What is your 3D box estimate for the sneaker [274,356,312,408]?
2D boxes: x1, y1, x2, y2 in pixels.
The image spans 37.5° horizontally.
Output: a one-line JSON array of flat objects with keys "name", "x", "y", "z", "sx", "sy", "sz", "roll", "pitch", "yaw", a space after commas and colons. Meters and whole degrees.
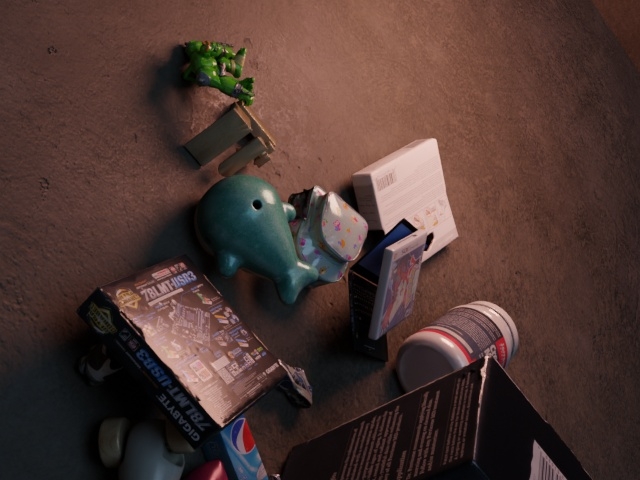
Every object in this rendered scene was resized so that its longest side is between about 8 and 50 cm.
[{"name": "sneaker", "x": -0.060, "y": 0.273, "z": 1.875, "sx": 0.135, "sy": 0.052, "sz": 0.058, "roll": 55, "pitch": 35, "yaw": -29}]

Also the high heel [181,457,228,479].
[{"name": "high heel", "x": -0.128, "y": 0.566, "z": 1.633, "sx": 0.181, "sy": 0.127, "sz": 0.377, "roll": -44, "pitch": 106, "yaw": -34}]

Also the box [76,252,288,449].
[{"name": "box", "x": -0.219, "y": 0.173, "z": 1.578, "sx": 0.293, "sy": 0.073, "sz": 0.295, "roll": 47, "pitch": 20, "yaw": 6}]

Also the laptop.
[{"name": "laptop", "x": 0.158, "y": 0.114, "z": 2.026, "sx": 0.234, "sy": 0.137, "sz": 0.264, "roll": 31, "pitch": 53, "yaw": -65}]

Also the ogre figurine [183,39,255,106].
[{"name": "ogre figurine", "x": -0.203, "y": -0.340, "z": 1.875, "sx": 0.118, "sy": 0.097, "sz": 0.197, "roll": 11, "pitch": 56, "yaw": -32}]

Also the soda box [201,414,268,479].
[{"name": "soda box", "x": -0.169, "y": 0.365, "z": 1.705, "sx": 0.067, "sy": 0.071, "sz": 0.210, "roll": -25, "pitch": 96, "yaw": -47}]

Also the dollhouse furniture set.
[{"name": "dollhouse furniture set", "x": -0.179, "y": -0.200, "z": 1.916, "sx": 0.144, "sy": 0.123, "sz": 0.151, "roll": 50, "pitch": 12, "yaw": -23}]

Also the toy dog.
[{"name": "toy dog", "x": -0.271, "y": 0.427, "z": 1.519, "sx": 0.161, "sy": 0.220, "sz": 0.333, "roll": 65, "pitch": 39, "yaw": -59}]

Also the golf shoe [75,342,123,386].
[{"name": "golf shoe", "x": -0.326, "y": 0.160, "z": 1.594, "sx": 0.077, "sy": 0.094, "sz": 0.198, "roll": 46, "pitch": 47, "yaw": -25}]

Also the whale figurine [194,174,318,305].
[{"name": "whale figurine", "x": -0.111, "y": -0.007, "z": 1.797, "sx": 0.272, "sy": 0.141, "sz": 0.216, "roll": 49, "pitch": 58, "yaw": -1}]

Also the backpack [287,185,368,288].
[{"name": "backpack", "x": 0.000, "y": 0.000, "z": 1.956, "sx": 0.166, "sy": 0.144, "sz": 0.188, "roll": 41, "pitch": 60, "yaw": -33}]

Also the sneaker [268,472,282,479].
[{"name": "sneaker", "x": -0.066, "y": 0.509, "z": 1.549, "sx": 0.268, "sy": 0.153, "sz": 0.101, "roll": 64, "pitch": 29, "yaw": -3}]

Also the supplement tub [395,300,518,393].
[{"name": "supplement tub", "x": 0.317, "y": 0.260, "z": 2.163, "sx": 0.272, "sy": 0.191, "sz": 0.191, "roll": -25, "pitch": 95, "yaw": -47}]

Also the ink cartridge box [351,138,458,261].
[{"name": "ink cartridge box", "x": 0.206, "y": -0.079, "z": 2.252, "sx": 0.296, "sy": 0.066, "sz": 0.261, "roll": -31, "pitch": 112, "yaw": -47}]

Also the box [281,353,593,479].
[{"name": "box", "x": 0.234, "y": 0.539, "z": 1.709, "sx": 0.480, "sy": 0.472, "sz": 0.297, "roll": 50, "pitch": 31, "yaw": -15}]

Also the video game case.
[{"name": "video game case", "x": 0.164, "y": 0.090, "z": 1.978, "sx": 0.183, "sy": 0.023, "sz": 0.201, "roll": -25, "pitch": 129, "yaw": -58}]
